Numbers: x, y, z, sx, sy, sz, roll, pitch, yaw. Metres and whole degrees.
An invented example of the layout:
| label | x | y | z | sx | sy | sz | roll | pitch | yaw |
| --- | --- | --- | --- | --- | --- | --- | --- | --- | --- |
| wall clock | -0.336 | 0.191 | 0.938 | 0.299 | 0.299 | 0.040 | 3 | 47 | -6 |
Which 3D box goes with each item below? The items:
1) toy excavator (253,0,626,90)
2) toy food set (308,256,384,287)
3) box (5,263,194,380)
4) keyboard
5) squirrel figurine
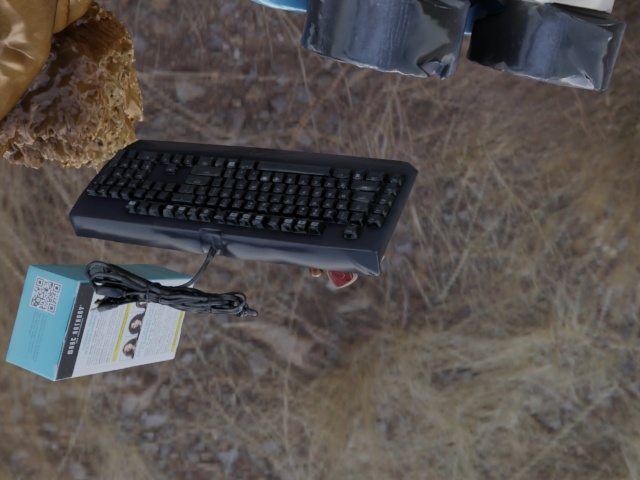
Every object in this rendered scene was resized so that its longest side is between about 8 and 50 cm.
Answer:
| label | x | y | z | sx | sy | sz | roll | pitch | yaw |
| --- | --- | --- | --- | --- | --- | --- | --- | --- | --- |
| toy excavator | -0.029 | -0.276 | 0.820 | 0.433 | 0.445 | 0.222 | 1 | 109 | -31 |
| toy food set | 0.000 | 0.000 | 1.060 | 0.078 | 0.019 | 0.122 | -47 | 75 | 16 |
| box | -0.222 | 0.079 | 1.131 | 0.060 | 0.244 | 0.101 | 17 | 94 | 20 |
| keyboard | -0.089 | -0.012 | 0.947 | 0.317 | 0.201 | 0.033 | 6 | 144 | 27 |
| squirrel figurine | -0.298 | -0.235 | 1.079 | 0.370 | 0.281 | 0.397 | -35 | 158 | -18 |
